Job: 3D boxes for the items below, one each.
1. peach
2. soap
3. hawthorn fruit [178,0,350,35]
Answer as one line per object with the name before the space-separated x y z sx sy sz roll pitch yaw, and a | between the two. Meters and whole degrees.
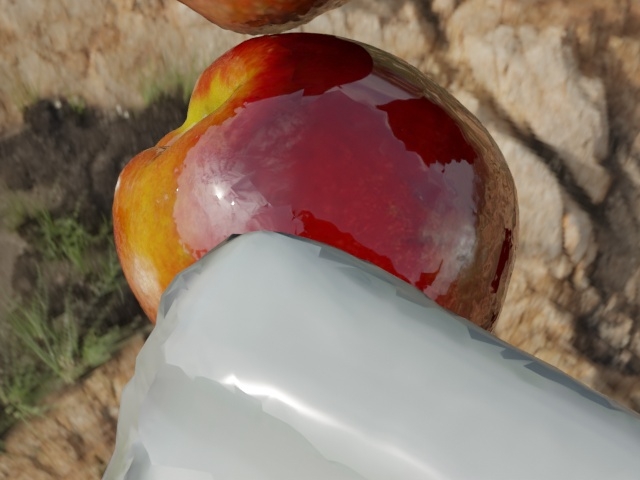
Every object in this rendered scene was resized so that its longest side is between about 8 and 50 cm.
peach | 0.000 0.000 0.823 0.243 0.199 0.243 2 115 3
soap | 0.128 0.215 0.422 0.435 0.350 0.213 29 78 18
hawthorn fruit | -0.013 -0.272 0.821 0.300 0.254 0.254 -36 70 29
